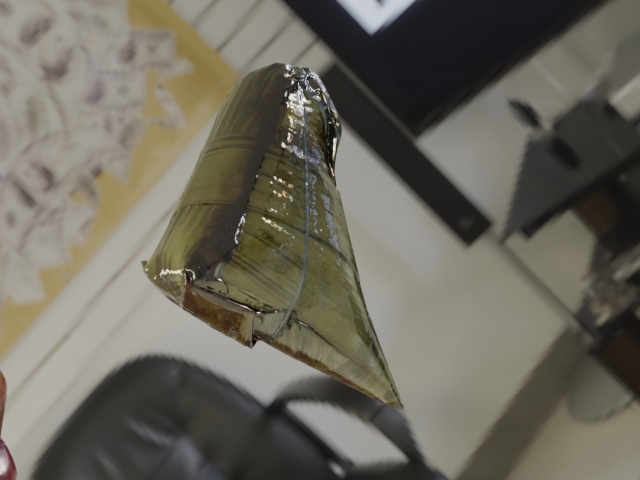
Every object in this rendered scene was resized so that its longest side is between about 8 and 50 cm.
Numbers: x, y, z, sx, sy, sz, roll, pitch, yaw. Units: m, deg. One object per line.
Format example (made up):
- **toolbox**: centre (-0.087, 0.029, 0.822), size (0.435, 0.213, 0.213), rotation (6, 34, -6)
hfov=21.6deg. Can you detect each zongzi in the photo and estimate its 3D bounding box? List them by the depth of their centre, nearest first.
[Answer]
- **zongzi**: centre (0.000, 0.000, 1.683), size (0.138, 0.300, 0.286), rotation (-30, 32, 57)

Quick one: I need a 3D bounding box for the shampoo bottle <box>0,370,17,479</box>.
- **shampoo bottle**: centre (-0.308, 0.230, 1.387), size (0.076, 0.118, 0.314), rotation (-26, -38, -41)
